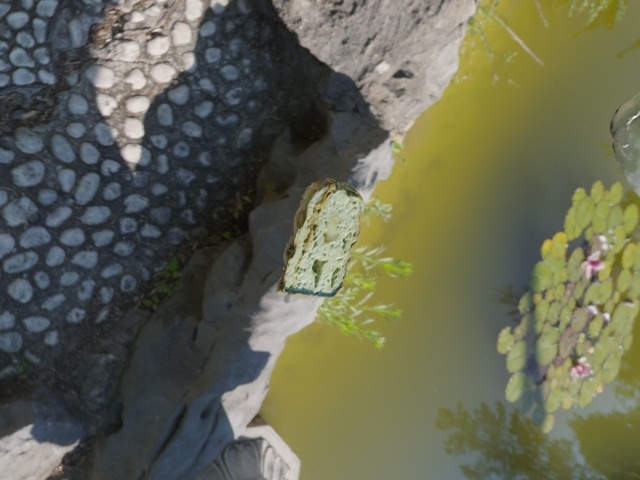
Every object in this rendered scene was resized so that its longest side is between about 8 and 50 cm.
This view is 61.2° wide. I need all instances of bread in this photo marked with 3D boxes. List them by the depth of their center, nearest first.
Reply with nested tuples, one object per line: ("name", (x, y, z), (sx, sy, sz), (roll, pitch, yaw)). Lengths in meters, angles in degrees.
("bread", (0.000, 0.000, 1.005), (0.128, 0.088, 0.232), (17, 95, -22))

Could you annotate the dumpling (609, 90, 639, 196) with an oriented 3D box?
("dumpling", (0.459, -0.114, 0.453), (0.341, 0.181, 0.260), (-36, 100, 3))
